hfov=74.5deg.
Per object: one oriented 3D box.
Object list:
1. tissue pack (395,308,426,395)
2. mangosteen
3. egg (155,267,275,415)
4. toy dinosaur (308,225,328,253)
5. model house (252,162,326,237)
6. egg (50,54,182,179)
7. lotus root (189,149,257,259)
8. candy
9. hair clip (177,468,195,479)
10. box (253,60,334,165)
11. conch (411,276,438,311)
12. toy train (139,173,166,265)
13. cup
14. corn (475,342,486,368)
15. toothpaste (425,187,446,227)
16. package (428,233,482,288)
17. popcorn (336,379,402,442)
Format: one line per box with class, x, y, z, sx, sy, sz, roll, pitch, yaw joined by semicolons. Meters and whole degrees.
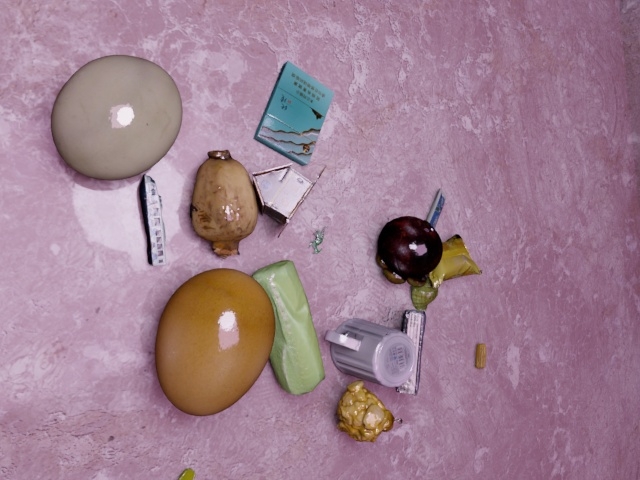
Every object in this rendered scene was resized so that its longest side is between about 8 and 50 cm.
tissue pack;0.272;0.327;1.270;0.073;0.173;0.236;6;84;13
mangosteen;0.260;0.027;1.251;0.209;0.209;0.210;0;90;-30
egg;-0.231;0.220;0.927;0.250;0.250;0.323;16;85;-29
toy dinosaur;0.000;0.000;1.192;0.083;0.021;0.062;-27;110;-23
model house;-0.102;-0.127;1.058;0.135;0.219;0.207;33;82;-5
egg;-0.404;-0.245;0.848;0.219;0.219;0.269;47;65;-22
lotus root;-0.230;-0.086;0.991;0.154;0.140;0.257;-7;87;-23
candy;-0.078;0.223;1.084;0.142;0.132;0.344;-20;100;-23
hair clip;-0.358;0.625;0.980;0.060;0.033;0.188;47;69;-24
box;-0.067;-0.340;1.140;0.162;0.041;0.229;26;78;-27
conch;0.335;0.172;1.370;0.089;0.074;0.121;15;100;4
toy train;-0.381;-0.047;0.959;0.047;0.043;0.208;-7;94;-32
cup;0.126;0.314;1.161;0.221;0.202;0.167;-6;90;-30
corn;0.579;0.417;1.517;0.037;0.037;0.092;9;83;-30
toothpaste;0.376;-0.079;1.402;0.057;0.034;0.197;40;69;-41
package;0.409;0.063;1.371;0.226;0.090;0.168;-9;60;-28
popcorn;0.112;0.483;1.168;0.163;0.194;0.140;42;71;3
